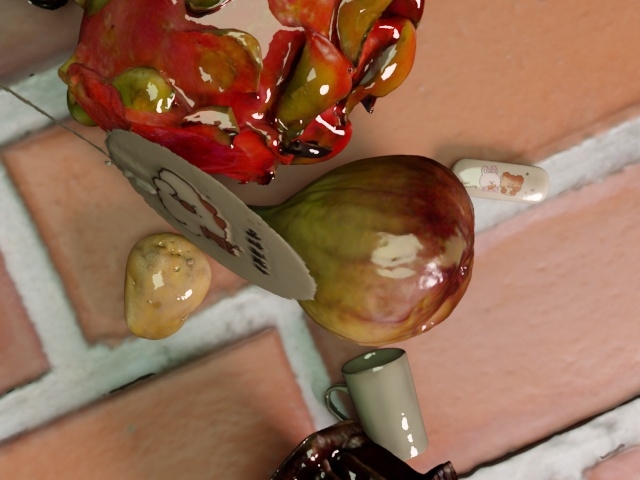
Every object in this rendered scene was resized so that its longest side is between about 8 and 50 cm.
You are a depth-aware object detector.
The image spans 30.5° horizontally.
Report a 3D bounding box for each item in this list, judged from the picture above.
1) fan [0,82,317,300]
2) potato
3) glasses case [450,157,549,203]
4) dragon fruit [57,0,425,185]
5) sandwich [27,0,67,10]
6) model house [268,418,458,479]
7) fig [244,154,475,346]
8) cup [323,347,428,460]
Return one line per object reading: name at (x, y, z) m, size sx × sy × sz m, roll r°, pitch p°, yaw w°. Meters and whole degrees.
fan at (-0.137, -0.047, 0.852) m, size 0.329 × 0.191 × 0.009 m, roll 33°, pitch 74°, yaw 15°
potato at (-0.125, 0.037, 0.934) m, size 0.068 × 0.062 × 0.083 m, roll 24°, pitch 111°, yaw 2°
glasses case at (0.148, -0.049, 0.971) m, size 0.083 × 0.021 × 0.032 m, roll 6°, pitch 95°, yaw -7°
dragon fruit at (-0.035, -0.162, 0.851) m, size 0.307 × 0.227 × 0.243 m, roll -2°, pitch 97°, yaw -19°
sandwich at (-0.251, -0.281, 0.886) m, size 0.159 × 0.079 × 0.235 m, roll -33°, pitch 94°, yaw 7°
model house at (0.035, 0.241, 0.904) m, size 0.164 × 0.203 × 0.141 m, roll 40°, pitch 54°, yaw 18°
fig at (0.008, 0.015, 0.903) m, size 0.230 × 0.160 × 0.143 m, roll -10°, pitch 78°, yaw 5°
cup at (0.045, 0.138, 0.960) m, size 0.074 × 0.054 × 0.083 m, roll -18°, pitch 99°, yaw -6°
